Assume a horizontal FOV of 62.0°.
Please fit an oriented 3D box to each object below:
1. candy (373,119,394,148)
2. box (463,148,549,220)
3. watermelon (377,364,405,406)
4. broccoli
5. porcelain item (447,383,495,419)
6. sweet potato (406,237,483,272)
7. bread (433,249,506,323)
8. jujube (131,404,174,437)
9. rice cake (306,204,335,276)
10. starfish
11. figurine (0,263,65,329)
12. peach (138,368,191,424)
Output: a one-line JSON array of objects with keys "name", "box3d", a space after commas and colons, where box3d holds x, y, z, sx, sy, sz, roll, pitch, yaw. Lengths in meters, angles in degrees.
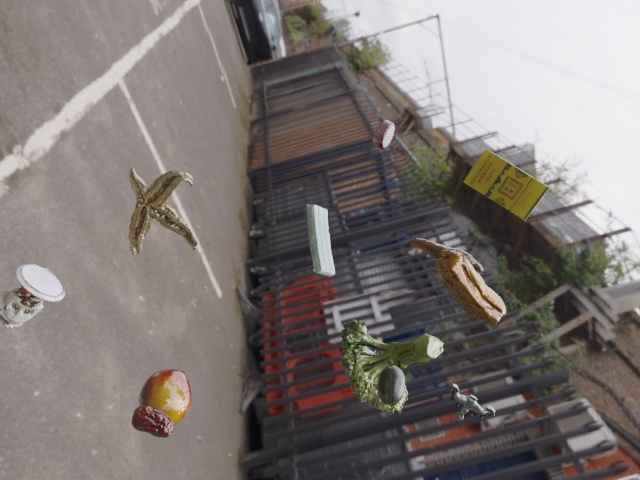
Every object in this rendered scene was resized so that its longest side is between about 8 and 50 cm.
[{"name": "candy", "box3d": [0.228, -0.379, 1.908, 0.043, 0.103, 0.103, 29, -19, 21]}, {"name": "box", "box3d": [0.707, -0.215, 2.040, 0.279, 0.153, 0.041, 34, 16, 6]}, {"name": "watermelon", "box3d": [0.191, 0.395, 1.446, 0.078, 0.078, 0.111, 59, 39, -87]}, {"name": "broccoli", "box3d": [0.281, 0.493, 2.030, 0.275, 0.396, 0.353, -76, 153, -43]}, {"name": "porcelain item", "box3d": [0.374, 0.432, 1.369, 0.136, 0.075, 0.021, 33, 10, 0]}, {"name": "sweet potato", "box3d": [0.477, 0.052, 2.066, 0.072, 0.314, 0.066, -37, 139, -52]}, {"name": "bread", "box3d": [0.548, 0.166, 2.013, 0.380, 0.109, 0.185, 45, -11, -29]}, {"name": "jujube", "box3d": [-0.493, 0.535, 1.569, 0.077, 0.129, 0.077, 23, 90, -83]}, {"name": "rice cake", "box3d": [0.000, 0.000, 1.771, 0.127, 0.043, 0.237, 15, 68, -65]}, {"name": "starfish", "box3d": [-0.651, -0.105, 2.190, 0.082, 0.323, 0.432, -74, 172, -62]}, {"name": "figurine", "box3d": [-0.744, 0.151, 1.346, 0.132, 0.154, 0.132, 43, 9, -8]}, {"name": "peach", "box3d": [-0.549, 0.549, 1.892, 0.197, 0.197, 0.198, -16, 90, -89]}]
